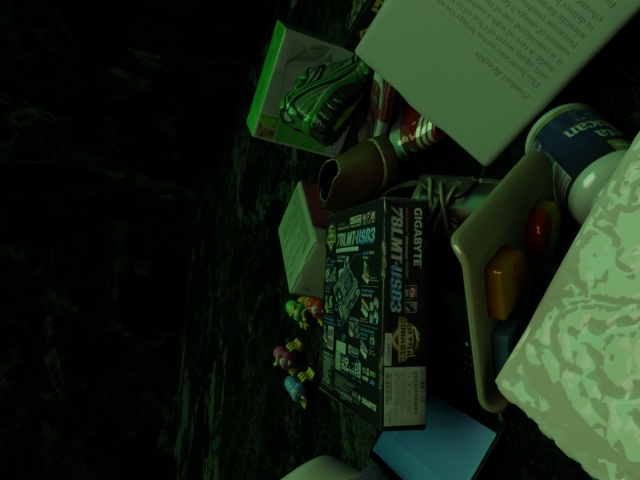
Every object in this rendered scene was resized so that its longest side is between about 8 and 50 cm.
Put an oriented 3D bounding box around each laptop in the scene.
[{"bbox_3d":[0.130,0.201,0.843,0.234,0.136,0.264,13,124,69],"label":"laptop"}]

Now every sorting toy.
[{"bbox_3d":[0.204,0.041,0.618,0.038,0.193,0.208,9,127,41],"label":"sorting toy"}]

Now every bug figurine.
[{"bbox_3d":[-0.051,0.231,1.413,0.216,0.072,0.279,-162,85,-70],"label":"bug figurine"}]

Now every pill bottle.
[{"bbox_3d":[0.294,-0.069,0.647,0.169,0.094,0.094,-105,34,-51],"label":"pill bottle"}]

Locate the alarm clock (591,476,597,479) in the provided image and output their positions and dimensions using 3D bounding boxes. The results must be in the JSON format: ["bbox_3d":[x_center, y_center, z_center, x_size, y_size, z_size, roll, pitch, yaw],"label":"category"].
[{"bbox_3d":[0.299,0.161,0.553,0.129,0.064,0.192,-105,31,-51],"label":"alarm clock"}]

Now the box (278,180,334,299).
[{"bbox_3d":[0.000,0.000,1.338,0.232,0.127,0.148,-105,34,-51],"label":"box"}]

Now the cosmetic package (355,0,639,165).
[{"bbox_3d":[0.255,-0.322,0.657,0.161,0.230,0.453,-44,-5,-42],"label":"cosmetic package"}]

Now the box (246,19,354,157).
[{"bbox_3d":[-0.029,-0.359,1.478,0.127,0.231,0.262,-115,42,-59],"label":"box"}]

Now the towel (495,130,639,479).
[{"bbox_3d":[0.318,0.081,0.433,0.332,0.053,0.317,44,117,47],"label":"towel"}]

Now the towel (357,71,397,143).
[{"bbox_3d":[0.108,-0.251,1.152,0.329,0.037,0.237,100,177,-46],"label":"towel"}]

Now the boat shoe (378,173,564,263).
[{"bbox_3d":[0.184,-0.027,0.862,0.355,0.130,0.132,177,105,-69],"label":"boat shoe"}]

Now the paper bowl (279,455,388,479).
[{"bbox_3d":[-0.021,0.425,0.879,0.148,0.284,0.284,48,132,23],"label":"paper bowl"}]

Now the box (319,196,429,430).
[{"bbox_3d":[0.069,0.097,0.897,0.295,0.073,0.293,168,105,-75],"label":"box"}]

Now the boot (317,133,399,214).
[{"bbox_3d":[0.043,-0.082,1.069,0.305,0.115,0.112,105,145,-69],"label":"boot"}]

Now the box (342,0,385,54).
[{"bbox_3d":[0.144,-0.476,0.948,0.322,0.079,0.257,129,158,-52],"label":"box"}]

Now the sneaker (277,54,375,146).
[{"bbox_3d":[0.034,-0.336,1.282,0.343,0.146,0.134,-50,-20,-42],"label":"sneaker"}]

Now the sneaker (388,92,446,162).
[{"bbox_3d":[0.197,-0.244,1.076,0.128,0.087,0.221,-21,51,41],"label":"sneaker"}]
